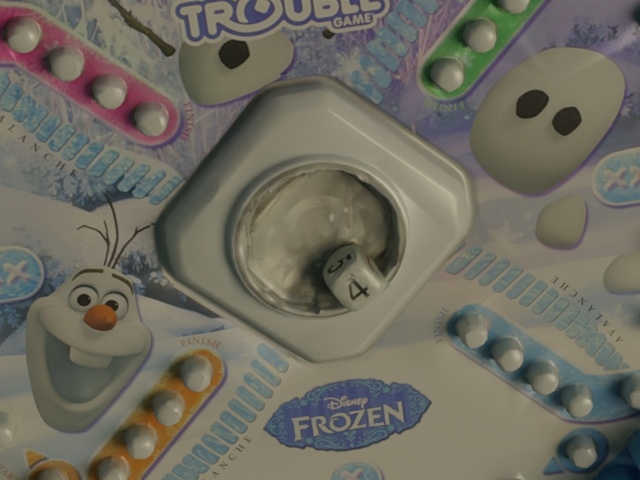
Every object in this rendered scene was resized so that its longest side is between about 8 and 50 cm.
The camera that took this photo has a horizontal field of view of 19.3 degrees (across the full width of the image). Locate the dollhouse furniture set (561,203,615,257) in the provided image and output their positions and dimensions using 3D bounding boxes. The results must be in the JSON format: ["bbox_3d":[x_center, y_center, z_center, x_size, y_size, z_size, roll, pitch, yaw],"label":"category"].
[{"bbox_3d":[-0.066,-0.025,1.037,0.394,0.362,0.256,-45,152,15],"label":"dollhouse furniture set"}]

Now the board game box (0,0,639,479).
[{"bbox_3d":[0.000,0.000,0.861,0.050,0.390,0.390,-103,-176,-63],"label":"board game box"}]
